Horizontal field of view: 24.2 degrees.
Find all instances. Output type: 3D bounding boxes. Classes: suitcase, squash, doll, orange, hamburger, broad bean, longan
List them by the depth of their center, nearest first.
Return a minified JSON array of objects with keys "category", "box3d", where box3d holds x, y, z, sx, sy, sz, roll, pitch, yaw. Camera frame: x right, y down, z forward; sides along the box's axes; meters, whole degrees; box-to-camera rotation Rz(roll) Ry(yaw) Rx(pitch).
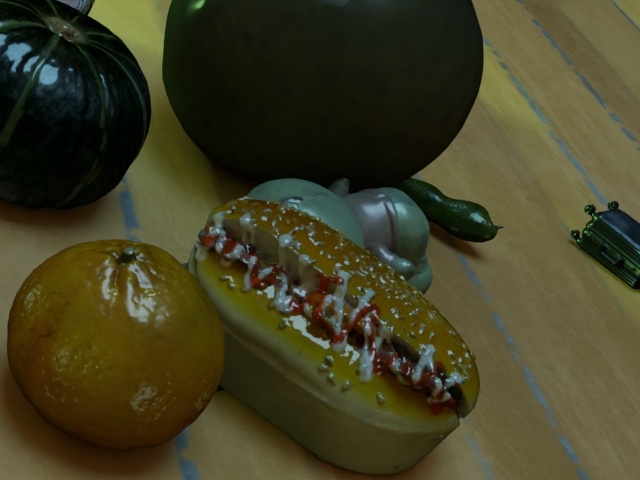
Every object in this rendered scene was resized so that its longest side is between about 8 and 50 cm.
[{"category":"orange","box3d":[-0.161,0.080,1.189,0.177,0.155,0.178,31,29,-19]},{"category":"hamburger","box3d":[0.011,0.077,1.356,0.295,0.151,0.227,32,24,11]},{"category":"squash","box3d":[-0.289,-0.145,1.474,0.252,0.165,0.252,27,22,-12]},{"category":"doll","box3d":[0.008,-0.010,1.556,0.275,0.113,0.155,7,34,-39]},{"category":"longan","box3d":[0.004,-0.214,1.695,0.361,0.361,0.361,21,26,-11]},{"category":"broad bean","box3d":[0.104,-0.064,1.829,0.256,0.052,0.053,30,-15,12]},{"category":"suitcase","box3d":[0.401,0.008,1.965,0.126,0.059,0.086,41,30,29]}]

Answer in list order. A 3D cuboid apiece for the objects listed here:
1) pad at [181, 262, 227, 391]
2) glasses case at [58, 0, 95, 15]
[{"category":"pad","box3d":[-0.110,0.078,1.408,0.176,0.002,0.266,42,29,29]},{"category":"glasses case","box3d":[-0.340,-0.279,1.792,0.103,0.067,0.267,25,25,-7]}]
